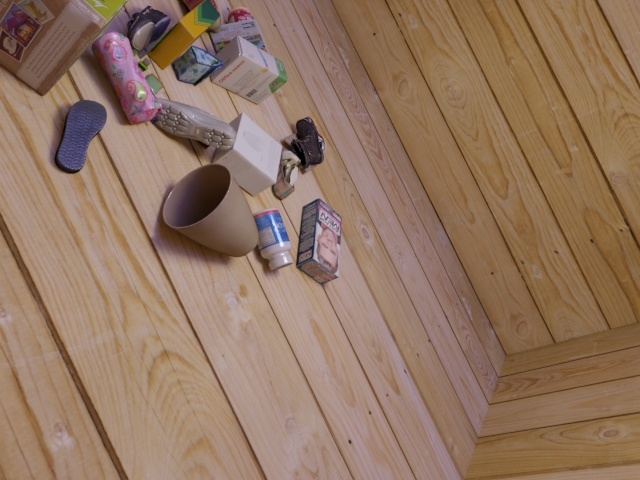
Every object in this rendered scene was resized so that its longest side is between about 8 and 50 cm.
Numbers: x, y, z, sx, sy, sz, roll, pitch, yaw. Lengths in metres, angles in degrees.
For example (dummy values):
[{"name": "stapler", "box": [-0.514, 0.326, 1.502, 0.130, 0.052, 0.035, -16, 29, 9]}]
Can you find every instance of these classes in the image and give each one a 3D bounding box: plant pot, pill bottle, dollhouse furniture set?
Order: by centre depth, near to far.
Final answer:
[{"name": "plant pot", "box": [-0.327, -0.066, 1.522, 0.274, 0.257, 0.256, 53, 30, -46]}, {"name": "dollhouse furniture set", "box": [-0.613, -0.594, 1.626, 0.152, 0.059, 0.076, 43, 38, -29]}, {"name": "pill bottle", "box": [-0.182, -0.003, 1.760, 0.124, 0.124, 0.221, -9, 75, -57]}, {"name": "pill bottle", "box": [-0.366, -0.985, 2.198, 0.121, 0.121, 0.221, 10, 59, -52]}]

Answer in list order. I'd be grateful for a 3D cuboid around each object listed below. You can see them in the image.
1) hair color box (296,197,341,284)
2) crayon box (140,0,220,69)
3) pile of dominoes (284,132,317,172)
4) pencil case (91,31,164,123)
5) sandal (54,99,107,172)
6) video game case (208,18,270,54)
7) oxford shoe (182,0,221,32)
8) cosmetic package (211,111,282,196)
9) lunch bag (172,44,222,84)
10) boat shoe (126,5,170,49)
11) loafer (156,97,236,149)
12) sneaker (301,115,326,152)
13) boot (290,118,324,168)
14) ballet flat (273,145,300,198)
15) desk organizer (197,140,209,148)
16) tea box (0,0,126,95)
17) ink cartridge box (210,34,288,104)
[{"name": "hair color box", "box": [0.000, 0.000, 2.035, 0.174, 0.105, 0.347, 38, 41, -34]}, {"name": "crayon box", "box": [-0.523, -0.774, 1.749, 0.083, 0.203, 0.322, 47, 36, -25]}, {"name": "pile of dominoes", "box": [-0.099, -0.436, 2.290, 0.195, 0.040, 0.251, 57, 24, -9]}, {"name": "pencil case", "box": [-0.619, -0.517, 1.491, 0.283, 0.124, 0.124, 63, 32, -6]}, {"name": "sandal", "box": [-0.695, -0.303, 1.322, 0.097, 0.055, 0.254, 30, 54, -31]}, {"name": "video game case", "box": [-0.366, -0.892, 2.094, 0.227, 0.026, 0.206, -19, 82, -17]}, {"name": "oxford shoe", "box": [-0.559, -1.081, 2.023, 0.396, 0.141, 0.146, 63, 1, 8]}, {"name": "cosmetic package", "box": [-0.286, -0.339, 1.837, 0.225, 0.138, 0.223, 37, 41, -33]}, {"name": "lunch bag", "box": [-0.477, -0.678, 1.815, 0.151, 0.129, 0.096, -14, 81, -59]}, {"name": "boat shoe", "box": [-0.642, -0.773, 1.662, 0.096, 0.112, 0.335, 31, 29, -16]}, {"name": "loafer", "box": [-0.454, -0.419, 1.636, 0.320, 0.112, 0.111, 23, 31, -18]}, {"name": "sneaker", "box": [-0.045, -0.540, 2.390, 0.083, 0.084, 0.214, -21, 81, -46]}, {"name": "boot", "box": [-0.079, -0.467, 2.203, 0.262, 0.091, 0.229, 64, 24, 1]}, {"name": "ballet flat", "box": [-0.142, -0.320, 2.058, 0.108, 0.106, 0.315, 32, 43, -40]}, {"name": "desk organizer", "box": [-0.454, -0.410, 1.729, 0.130, 0.050, 0.047, 46, 36, -26]}, {"name": "tea box", "box": [-0.712, -0.636, 1.262, 0.220, 0.329, 0.323, 41, 40, -32]}, {"name": "ink cartridge box", "box": [-0.315, -0.738, 2.018, 0.278, 0.202, 0.116, 12, 58, -51]}]
